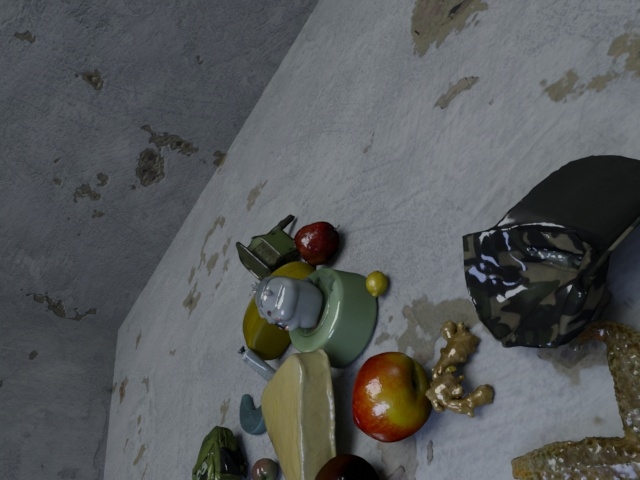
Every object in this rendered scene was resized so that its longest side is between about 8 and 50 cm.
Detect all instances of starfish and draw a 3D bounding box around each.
[{"bbox_3d":[0.454,0.351,0.708,0.324,0.082,0.432,24,93,55],"label":"starfish"}]

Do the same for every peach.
[{"bbox_3d":[-0.169,0.700,1.401,0.083,0.083,0.083,-34,44,41],"label":"peach"},{"bbox_3d":[0.152,0.353,1.051,0.192,0.190,0.190,-37,42,28],"label":"peach"}]

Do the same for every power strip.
[{"bbox_3d":[-0.211,0.586,1.571,0.216,0.044,0.137,-22,53,49],"label":"power strip"}]

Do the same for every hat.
[{"bbox_3d":[0.475,0.024,0.858,0.382,0.257,0.366,-24,21,1],"label":"hat"}]

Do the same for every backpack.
[{"bbox_3d":[-0.344,0.766,1.572,0.207,0.140,0.253,-55,27,18],"label":"backpack"}]

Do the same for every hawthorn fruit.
[{"bbox_3d":[0.000,0.000,1.557,0.172,0.148,0.148,-39,38,12],"label":"hawthorn fruit"}]

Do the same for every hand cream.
[{"bbox_3d":[-0.192,0.422,1.537,0.067,0.194,0.042,-46,6,25],"label":"hand cream"}]

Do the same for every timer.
[{"bbox_3d":[-0.046,0.192,1.328,0.291,0.315,0.290,-33,46,42],"label":"timer"}]

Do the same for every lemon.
[{"bbox_3d":[0.158,0.123,1.306,0.062,0.062,0.083,-22,49,49],"label":"lemon"}]

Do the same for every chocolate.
[{"bbox_3d":[0.059,0.589,1.073,0.177,0.177,0.176,-34,44,41],"label":"chocolate"}]

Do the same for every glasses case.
[{"bbox_3d":[-0.145,0.231,1.580,0.371,0.173,0.141,-56,36,16],"label":"glasses case"}]

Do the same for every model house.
[{"bbox_3d":[-0.152,0.026,1.794,0.279,0.218,0.205,-43,-18,-20],"label":"model house"}]

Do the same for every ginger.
[{"bbox_3d":[0.287,0.275,0.995,0.176,0.052,0.193,-36,44,-9],"label":"ginger"}]

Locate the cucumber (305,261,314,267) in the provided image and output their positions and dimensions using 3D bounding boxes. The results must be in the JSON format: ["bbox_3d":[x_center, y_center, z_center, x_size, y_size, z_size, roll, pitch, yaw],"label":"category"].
[{"bbox_3d":[-0.033,0.026,1.673,0.053,0.053,0.181,-30,49,44],"label":"cucumber"}]

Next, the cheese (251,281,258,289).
[{"bbox_3d":[-0.244,0.211,1.874,0.086,0.036,0.162,-60,33,8],"label":"cheese"}]

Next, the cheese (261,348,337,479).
[{"bbox_3d":[-0.052,0.457,1.254,0.384,0.104,0.383,180,90,-65],"label":"cheese"}]
